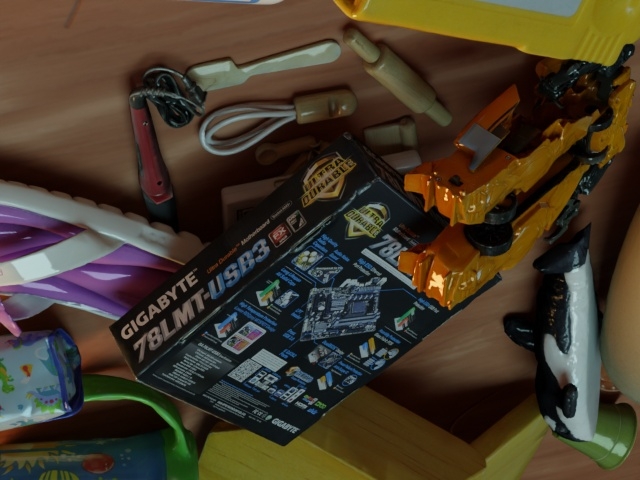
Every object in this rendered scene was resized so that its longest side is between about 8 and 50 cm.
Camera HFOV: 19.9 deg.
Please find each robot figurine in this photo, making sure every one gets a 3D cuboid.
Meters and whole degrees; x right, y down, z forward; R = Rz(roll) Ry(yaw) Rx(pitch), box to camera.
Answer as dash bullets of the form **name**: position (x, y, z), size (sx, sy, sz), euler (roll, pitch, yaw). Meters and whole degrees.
- **robot figurine**: position (0.190, -0.076, 1.675), size (0.291, 0.085, 0.211), euler (-40, 149, -35)

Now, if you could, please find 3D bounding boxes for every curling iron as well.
- **curling iron**: position (-0.139, -0.054, 1.681), size (0.068, 0.035, 0.274), euler (4, 139, 0)

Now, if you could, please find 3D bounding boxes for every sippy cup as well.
- **sippy cup**: position (-0.254, 0.305, 1.911), size (0.224, 0.306, 0.240), euler (6, 163, -12)

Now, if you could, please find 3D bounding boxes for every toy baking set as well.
- **toy baking set**: position (0.000, -0.112, 1.682), size (0.196, 0.030, 0.256), euler (-33, 138, 15)

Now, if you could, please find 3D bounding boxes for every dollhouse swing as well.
- **dollhouse swing**: position (0.050, 0.276, 2.106), size (0.315, 0.305, 0.347), euler (29, 133, 9)

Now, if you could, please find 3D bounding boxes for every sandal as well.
- **sandal**: position (-0.261, 0.032, 1.658), size (0.416, 0.102, 0.169), euler (8, 143, -25)

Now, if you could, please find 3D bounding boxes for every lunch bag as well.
- **lunch bag**: position (-0.301, 0.135, 1.766), size (0.128, 0.151, 0.096), euler (-12, 96, -2)

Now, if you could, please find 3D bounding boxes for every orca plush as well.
- **orca plush**: position (0.241, 0.105, 1.964), size (0.102, 0.151, 0.287), euler (6, 146, 19)

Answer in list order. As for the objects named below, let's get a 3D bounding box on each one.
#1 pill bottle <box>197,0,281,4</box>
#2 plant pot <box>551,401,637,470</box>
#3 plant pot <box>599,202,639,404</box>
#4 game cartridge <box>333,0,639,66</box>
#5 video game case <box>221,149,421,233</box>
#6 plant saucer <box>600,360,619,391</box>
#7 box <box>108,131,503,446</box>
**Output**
- **pill bottle**: position (-0.080, -0.248, 1.431), size (0.221, 0.124, 0.124), euler (0, 136, -22)
- **plant pot**: position (0.316, 0.219, 2.139), size (0.079, 0.083, 0.083), euler (22, 126, -23)
- **plant pot**: position (0.405, 0.059, 1.892), size (0.256, 0.256, 0.274), euler (-1, 148, -20)
- **game cartridge**: position (0.193, -0.286, 1.466), size (0.323, 0.053, 0.285), euler (5, 120, -38)
- **video game case**: position (0.000, 0.000, 1.795), size (0.193, 0.023, 0.212), euler (-12, 145, -9)
- **plant saucer**: position (0.353, 0.144, 2.112), size (0.083, 0.013, 0.083), euler (-11, 139, -10)
- **box**: position (-0.006, 0.059, 1.748), size (0.293, 0.073, 0.295), euler (-40, 148, 11)
